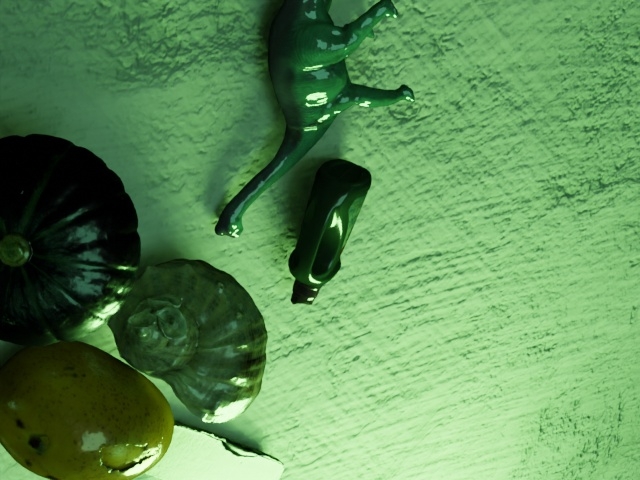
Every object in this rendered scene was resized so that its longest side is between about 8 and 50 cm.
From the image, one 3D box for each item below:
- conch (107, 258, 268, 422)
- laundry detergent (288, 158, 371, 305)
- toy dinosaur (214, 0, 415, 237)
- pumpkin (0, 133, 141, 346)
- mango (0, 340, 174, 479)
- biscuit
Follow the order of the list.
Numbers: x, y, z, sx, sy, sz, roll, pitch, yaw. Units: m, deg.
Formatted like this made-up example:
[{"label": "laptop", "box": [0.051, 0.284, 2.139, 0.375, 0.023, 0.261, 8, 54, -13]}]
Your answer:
[{"label": "conch", "box": [-0.150, 0.116, 2.105, 0.159, 0.210, 0.291, -53, 158, 23]}, {"label": "laundry detergent", "box": [0.000, 0.000, 2.246, 0.144, 0.078, 0.221, -45, 158, -69]}, {"label": "toy dinosaur", "box": [-0.053, -0.206, 2.064, 0.331, 0.129, 0.383, -34, 136, -11]}, {"label": "pumpkin", "box": [-0.324, -0.003, 1.846, 0.248, 0.248, 0.248, -25, 132, -31]}, {"label": "mango", "box": [-0.294, 0.230, 2.049, 0.290, 0.191, 0.160, 15, 112, -54]}, {"label": "biscuit", "box": [-0.165, 0.330, 2.358, 0.099, 0.038, 0.322, -55, 142, 5]}]
